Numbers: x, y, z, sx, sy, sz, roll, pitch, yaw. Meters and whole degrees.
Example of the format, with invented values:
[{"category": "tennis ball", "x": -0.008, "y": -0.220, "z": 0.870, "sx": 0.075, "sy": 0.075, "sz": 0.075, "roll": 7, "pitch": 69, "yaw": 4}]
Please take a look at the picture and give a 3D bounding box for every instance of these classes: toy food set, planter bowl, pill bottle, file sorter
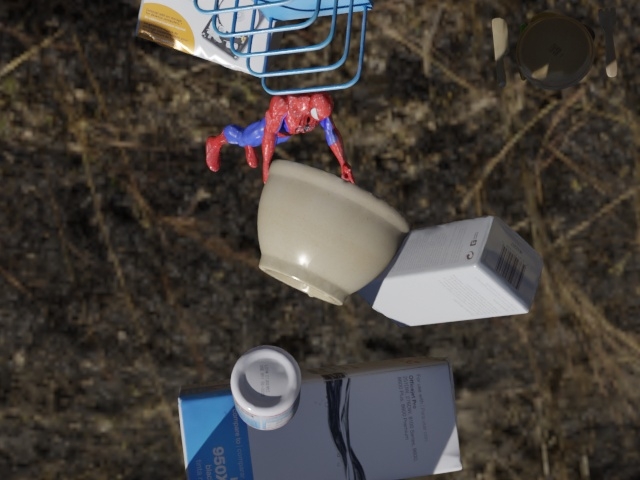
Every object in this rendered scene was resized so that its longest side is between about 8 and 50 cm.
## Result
[{"category": "toy food set", "x": 0.371, "y": -0.300, "z": 1.777, "sx": 0.192, "sy": 0.133, "sz": 0.038, "roll": -3, "pitch": 171, "yaw": 10}, {"category": "planter bowl", "x": 0.000, "y": 0.000, "z": 1.163, "sx": 0.162, "sy": 0.109, "sz": 0.162, "roll": 25, "pitch": 172, "yaw": 4}, {"category": "pill bottle", "x": -0.068, "y": 0.191, "z": 1.419, "sx": 0.087, "sy": 0.087, "sz": 0.160, "roll": -1, "pitch": 161, "yaw": -3}, {"category": "file sorter", "x": -0.034, "y": -0.225, "z": 1.076, "sx": 0.118, "sy": 0.105, "sz": 0.170, "roll": -2, "pitch": 159, "yaw": 22}]

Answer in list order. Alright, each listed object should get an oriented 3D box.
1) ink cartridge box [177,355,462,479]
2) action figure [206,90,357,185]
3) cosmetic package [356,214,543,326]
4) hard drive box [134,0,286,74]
[{"category": "ink cartridge box", "x": -0.010, "y": 0.280, "z": 1.700, "sx": 0.394, "sy": 0.166, "sz": 0.285, "roll": -7, "pitch": 177, "yaw": -6}, {"category": "action figure", "x": -0.047, "y": -0.103, "z": 1.385, "sx": 0.091, "sy": 0.139, "sz": 0.280, "roll": -10, "pitch": 173, "yaw": -28}, {"category": "cosmetic package", "x": 0.160, "y": 0.043, "z": 1.456, "sx": 0.231, "sy": 0.086, "sz": 0.117, "roll": -9, "pitch": 140, "yaw": 48}, {"category": "hard drive box", "x": -0.122, "y": -0.353, "z": 1.438, "sx": 0.181, "sy": 0.089, "sz": 0.232, "roll": 18, "pitch": 117, "yaw": 4}]
